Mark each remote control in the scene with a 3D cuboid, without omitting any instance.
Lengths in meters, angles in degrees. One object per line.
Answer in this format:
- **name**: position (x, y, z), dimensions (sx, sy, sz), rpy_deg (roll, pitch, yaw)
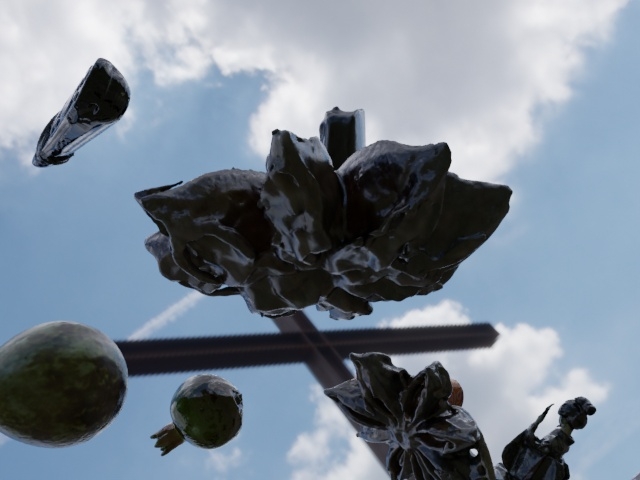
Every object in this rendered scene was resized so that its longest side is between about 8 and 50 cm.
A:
- **remote control**: position (-0.321, -0.155, 1.196), dimensions (0.066, 0.266, 0.090), rpy_deg (36, -121, -19)

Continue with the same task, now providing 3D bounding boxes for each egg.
- **egg**: position (-0.497, 0.270, 1.669), dimensions (0.289, 0.238, 0.238), rpy_deg (-3, -53, -57)

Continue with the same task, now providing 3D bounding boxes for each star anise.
- **star anise**: position (0.119, 0.222, 1.013), dimensions (0.081, 0.262, 0.230), rpy_deg (-31, -37, -39)
- **star anise**: position (0.001, 0.001, 0.772), dimensions (0.332, 0.117, 0.331), rpy_deg (1, -18, 0)

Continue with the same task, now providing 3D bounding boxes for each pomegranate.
- **pomegranate**: position (-0.248, 0.362, 1.826), dimensions (0.205, 0.159, 0.159), rpy_deg (-33, -42, 0)

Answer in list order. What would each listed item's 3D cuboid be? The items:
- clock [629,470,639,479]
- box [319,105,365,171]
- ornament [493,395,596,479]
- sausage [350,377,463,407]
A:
- **clock**: position (0.522, 0.454, 1.164), dimensions (0.113, 0.295, 0.322), rpy_deg (-32, -56, -16)
- **box**: position (0.042, -0.090, 1.570), dimensions (0.073, 0.290, 0.288), rpy_deg (2, -81, 5)
- **ornament**: position (0.326, 0.304, 1.347), dimensions (0.196, 0.153, 0.166), rpy_deg (-54, -37, 0)
- **sausage**: position (0.129, 0.263, 1.503), dimensions (0.234, 0.071, 0.071), rpy_deg (6, -61, -31)
